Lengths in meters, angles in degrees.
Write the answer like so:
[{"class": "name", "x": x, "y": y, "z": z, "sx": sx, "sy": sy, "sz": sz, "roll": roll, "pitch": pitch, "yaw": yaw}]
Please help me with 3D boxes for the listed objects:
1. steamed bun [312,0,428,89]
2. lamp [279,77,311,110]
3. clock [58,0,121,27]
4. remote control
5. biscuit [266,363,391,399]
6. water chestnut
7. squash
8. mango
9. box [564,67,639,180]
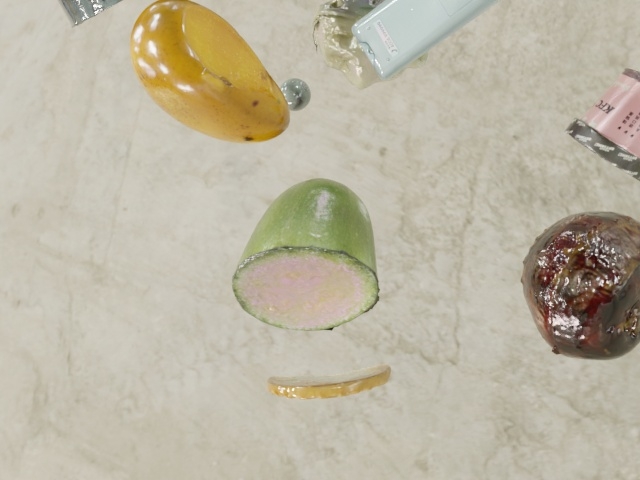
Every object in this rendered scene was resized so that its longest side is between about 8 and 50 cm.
[{"class": "steamed bun", "x": 0.125, "y": -0.553, "z": 1.550, "sx": 0.280, "sy": 0.207, "sz": 0.268, "roll": -23, "pitch": 62, "yaw": -8}, {"class": "lamp", "x": -0.081, "y": -0.458, "z": 1.921, "sx": 0.105, "sy": 0.105, "sz": 0.105, "roll": -9, "pitch": 73, "yaw": 31}, {"class": "clock", "x": -0.324, "y": -0.482, "z": 1.095, "sx": 0.312, "sy": 0.061, "sz": 0.313, "roll": -22, "pitch": 28, "yaw": 13}, {"class": "remote control", "x": 0.183, "y": -0.363, "z": 0.910, "sx": 0.293, "sy": 0.051, "sz": 0.103, "roll": -31, "pitch": 92, "yaw": 27}, {"class": "biscuit", "x": 0.021, "y": 0.341, "z": 1.452, "sx": 0.308, "sy": 0.204, "sz": 0.040, "roll": -6, "pitch": 87, "yaw": 0}, {"class": "water chestnut", "x": 0.583, "y": 0.091, "z": 1.366, "sx": 0.302, "sy": 0.350, "sz": 0.351, "roll": 28, "pitch": 94, "yaw": 57}, {"class": "squash", "x": -0.029, "y": -0.010, "z": 1.329, "sx": 0.310, "sy": 0.310, "sz": 0.309, "roll": -23, "pitch": 47, "yaw": 27}, {"class": "mango", "x": -0.180, "y": -0.259, "z": 1.003, "sx": 0.191, "sy": 0.290, "sz": 0.160, "roll": -21, "pitch": 40, "yaw": 52}, {"class": "box", "x": 0.494, "y": -0.185, "z": 0.970, "sx": 0.151, "sy": 0.151, "sz": 0.135, "roll": 49, "pitch": 117, "yaw": 32}]
